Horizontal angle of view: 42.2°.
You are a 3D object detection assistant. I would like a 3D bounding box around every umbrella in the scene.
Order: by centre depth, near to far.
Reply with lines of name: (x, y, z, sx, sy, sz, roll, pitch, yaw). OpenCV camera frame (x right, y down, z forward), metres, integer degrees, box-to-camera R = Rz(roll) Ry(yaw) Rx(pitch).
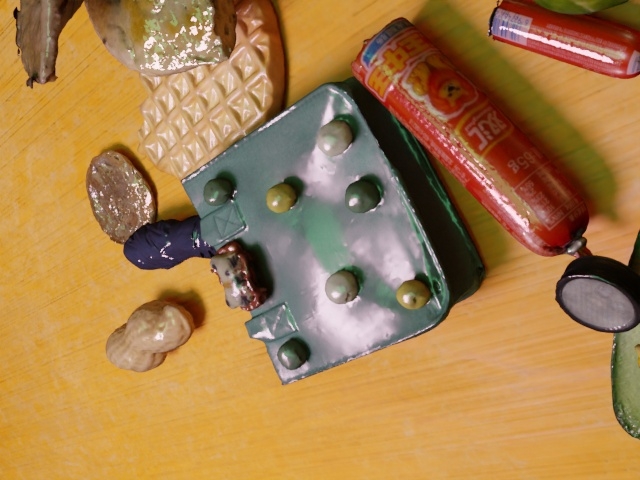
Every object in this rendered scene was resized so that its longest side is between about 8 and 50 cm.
umbrella: (-0.151, -0.009, 1.038, 0.248, 0.071, 0.071, -15, 98, 38)

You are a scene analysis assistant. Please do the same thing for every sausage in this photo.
sausage: (0.209, -0.164, 0.669, 0.145, 0.050, 0.048, 26, 151, 29)
sausage: (0.141, -0.083, 0.740, 0.274, 0.074, 0.074, 49, 132, 12)

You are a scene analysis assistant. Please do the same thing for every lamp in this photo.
lamp: (0.359, 0.020, 0.569, 0.371, 0.108, 0.130, -8, 130, 43)

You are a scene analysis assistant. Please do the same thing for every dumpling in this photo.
dumpling: (-0.262, -0.326, 0.843, 0.166, 0.086, 0.332, 37, 117, 56)

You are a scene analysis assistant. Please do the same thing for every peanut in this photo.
peanut: (-0.239, 0.134, 1.163, 0.187, 0.082, 0.082, -39, 82, 42)

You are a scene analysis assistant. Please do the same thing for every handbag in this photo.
handbag: (-0.001, 0.000, 0.856, 0.274, 0.100, 0.269, -26, 91, 34)

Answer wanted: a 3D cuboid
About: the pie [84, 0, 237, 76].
pie: (-0.161, -0.339, 0.851, 0.337, 0.075, 0.338, 4, 96, 41)

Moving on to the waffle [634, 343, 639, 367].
waffle: (0.359, 0.107, 0.562, 0.243, 0.059, 0.238, 23, 150, -10)

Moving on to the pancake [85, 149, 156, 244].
pancake: (-0.279, -0.059, 1.147, 0.139, 0.022, 0.139, 18, 121, 34)

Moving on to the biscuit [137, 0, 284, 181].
biscuit: (-0.129, -0.183, 0.952, 0.204, 0.040, 0.309, 37, 129, 23)

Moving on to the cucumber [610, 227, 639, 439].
cucumber: (0.295, 0.060, 0.674, 0.115, 0.063, 0.244, 17, 119, 16)

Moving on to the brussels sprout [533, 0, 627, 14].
brussels sprout: (0.192, -0.241, 0.597, 0.155, 0.117, 0.155, 25, 134, 30)
